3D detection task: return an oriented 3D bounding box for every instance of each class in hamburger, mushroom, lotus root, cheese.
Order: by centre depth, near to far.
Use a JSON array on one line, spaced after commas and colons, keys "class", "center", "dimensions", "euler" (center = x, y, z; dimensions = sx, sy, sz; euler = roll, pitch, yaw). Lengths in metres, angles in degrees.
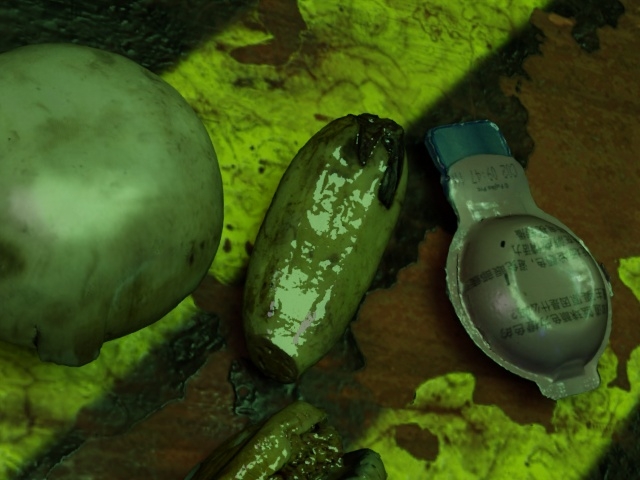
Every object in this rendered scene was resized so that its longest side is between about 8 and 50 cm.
[{"class": "hamburger", "center": [-0.042, 0.204, 0.990], "dimensions": [0.185, 0.177, 0.113], "euler": [-44, 94, 7]}, {"class": "mushroom", "center": [-0.194, -0.028, 0.992], "dimensions": [0.255, 0.184, 0.255], "euler": [10, 67, -26]}, {"class": "lotus root", "center": [0.000, 0.000, 1.146], "dimensions": [0.110, 0.097, 0.258], "euler": [29, 64, -7]}, {"class": "cheese", "center": [0.184, 0.013, 1.254], "dimensions": [0.189, 0.074, 0.286], "euler": [-12, 71, -34]}]
